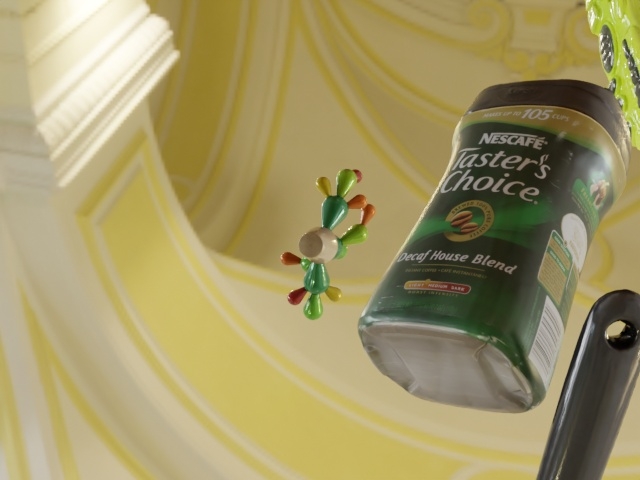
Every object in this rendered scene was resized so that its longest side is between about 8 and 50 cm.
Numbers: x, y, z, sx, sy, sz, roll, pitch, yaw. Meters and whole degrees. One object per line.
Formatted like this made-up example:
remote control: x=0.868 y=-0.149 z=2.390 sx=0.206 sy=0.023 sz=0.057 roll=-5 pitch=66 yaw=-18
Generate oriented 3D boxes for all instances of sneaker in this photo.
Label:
sneaker: x=0.330 y=-0.218 z=0.987 sx=0.123 sy=0.109 sz=0.296 roll=2 pitch=-107 yaw=-13

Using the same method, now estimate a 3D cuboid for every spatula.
spatula: x=0.102 y=0.157 z=0.497 sx=0.084 sy=0.297 sz=0.030 roll=13 pitch=-157 yaw=-3

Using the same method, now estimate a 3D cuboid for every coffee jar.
coffee jar: x=0.098 y=-0.005 z=0.548 sx=0.096 sy=0.079 sz=0.184 roll=1 pitch=-131 yaw=38

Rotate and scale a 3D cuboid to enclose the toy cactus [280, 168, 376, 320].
toy cactus: x=0.000 y=0.000 z=1.415 sx=0.112 sy=0.219 sz=0.180 roll=26 pitch=-176 yaw=12
